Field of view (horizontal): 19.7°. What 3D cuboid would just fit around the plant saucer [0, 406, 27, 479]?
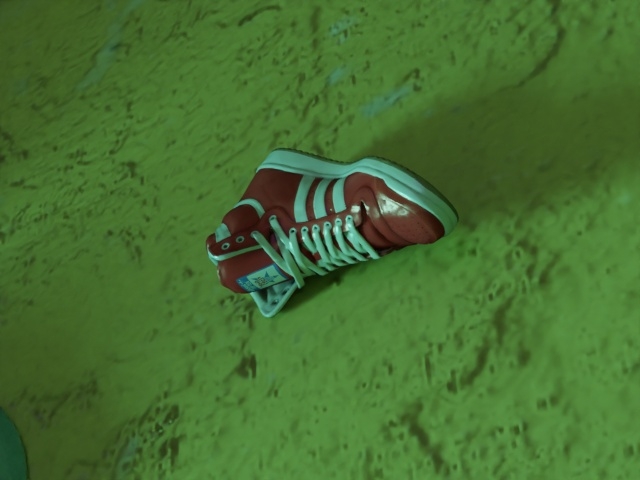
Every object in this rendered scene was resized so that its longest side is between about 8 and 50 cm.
[{"bbox_3d":[-0.214,0.134,0.789,0.195,0.037,0.195,-22,41,21],"label":"plant saucer"}]

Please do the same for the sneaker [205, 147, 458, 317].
[{"bbox_3d":[0.000,0.000,0.738,0.118,0.042,0.067,10,55,53],"label":"sneaker"}]
